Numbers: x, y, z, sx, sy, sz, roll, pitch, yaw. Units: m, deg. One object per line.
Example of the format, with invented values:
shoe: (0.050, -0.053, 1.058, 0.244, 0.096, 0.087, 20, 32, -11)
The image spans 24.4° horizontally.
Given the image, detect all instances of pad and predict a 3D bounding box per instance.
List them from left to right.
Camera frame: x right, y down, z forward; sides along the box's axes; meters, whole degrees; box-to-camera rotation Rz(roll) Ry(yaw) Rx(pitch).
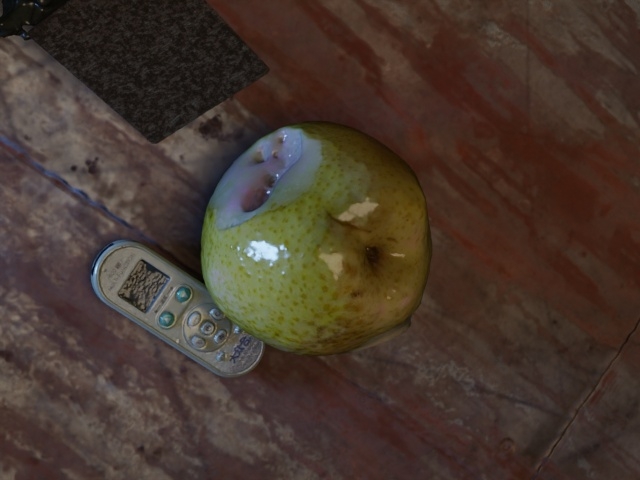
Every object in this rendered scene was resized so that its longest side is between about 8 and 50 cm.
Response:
pad: (-0.172, -0.194, 1.520, 0.158, 0.003, 0.235, -31, 143, 13)

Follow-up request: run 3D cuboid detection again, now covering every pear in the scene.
pear: (0.000, 0.000, 1.578, 0.271, 0.271, 0.271, -3, 99, -19)

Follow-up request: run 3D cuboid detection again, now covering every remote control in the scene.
remote control: (-0.157, 0.076, 1.642, 0.221, 0.042, 0.078, 35, 86, -20)

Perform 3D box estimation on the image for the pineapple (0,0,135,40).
pineapple: (-0.198, -0.320, 1.496, 0.357, 0.223, 0.223, -45, 110, 2)
